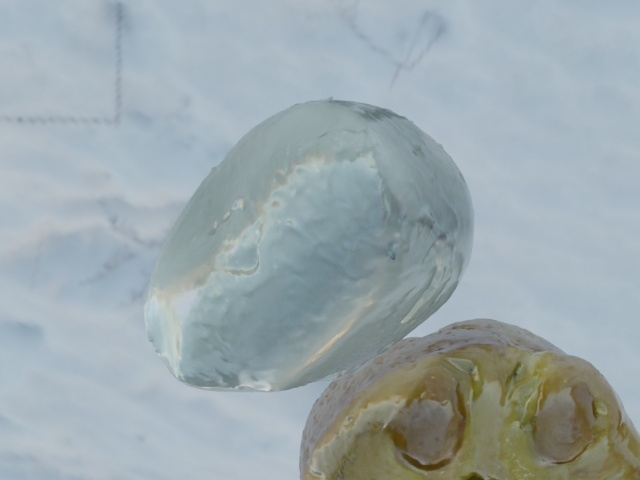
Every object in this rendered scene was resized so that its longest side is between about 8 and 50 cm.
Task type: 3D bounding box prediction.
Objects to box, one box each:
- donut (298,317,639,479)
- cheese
[{"bbox_3d":[0.123,0.216,1.357,0.299,0.150,0.317,9,109,-14],"label":"donut"},{"bbox_3d":[0.000,0.000,1.064,0.198,0.154,0.189,-45,154,24],"label":"cheese"}]
